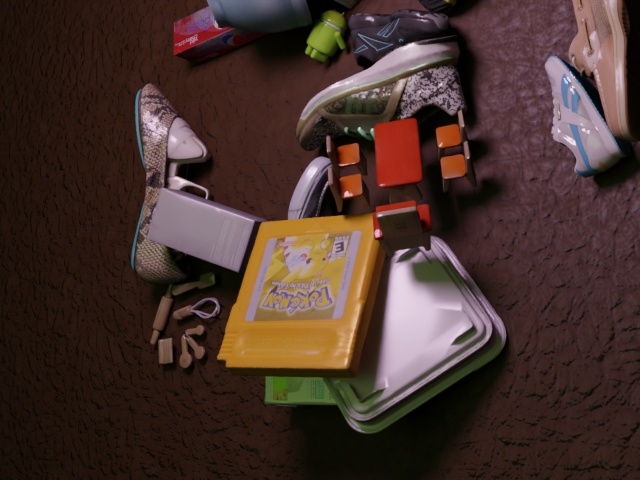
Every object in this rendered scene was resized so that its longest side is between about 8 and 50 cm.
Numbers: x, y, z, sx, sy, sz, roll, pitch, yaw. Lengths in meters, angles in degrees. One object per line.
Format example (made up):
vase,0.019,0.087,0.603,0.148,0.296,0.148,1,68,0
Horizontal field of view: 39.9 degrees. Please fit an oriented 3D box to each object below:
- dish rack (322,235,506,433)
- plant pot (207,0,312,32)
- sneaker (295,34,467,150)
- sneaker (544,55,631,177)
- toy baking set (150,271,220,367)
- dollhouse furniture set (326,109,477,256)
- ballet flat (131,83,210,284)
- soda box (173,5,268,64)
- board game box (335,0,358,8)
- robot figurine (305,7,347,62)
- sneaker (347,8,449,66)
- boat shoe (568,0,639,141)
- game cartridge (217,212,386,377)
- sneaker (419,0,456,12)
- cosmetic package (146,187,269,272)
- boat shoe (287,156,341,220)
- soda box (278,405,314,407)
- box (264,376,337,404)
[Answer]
dish rack,0.134,0.157,1.602,0.333,0.072,0.285,-34,60,4
plant pot,-0.157,-0.565,1.871,0.196,0.293,0.293,-21,66,3
sneaker,0.116,-0.241,1.733,0.410,0.158,0.182,-26,81,39
sneaker,0.427,-0.214,1.490,0.092,0.087,0.228,-38,58,32
toy baking set,-0.319,0.185,2.096,0.197,0.030,0.256,19,95,38
dollhouse furniture set,0.142,-0.115,1.577,0.262,0.135,0.259,-9,55,11
ballet flat,-0.347,-0.135,2.110,0.182,0.164,0.482,1,87,19
soda box,-0.235,-0.507,2.103,0.263,0.083,0.092,-12,74,39
board game box,0.086,-0.640,1.814,0.275,0.142,0.144,-41,59,28
robot figurine,0.014,-0.441,1.890,0.101,0.067,0.115,44,111,49
sneaker,0.156,-0.400,1.750,0.267,0.101,0.106,13,102,55
boat shoe,0.475,-0.309,1.452,0.110,0.122,0.341,-18,61,42
game cartridge,-0.031,0.099,1.634,0.285,0.052,0.323,-4,53,30
sneaker,0.277,-0.620,1.663,0.145,0.147,0.384,31,121,36
cosmetic package,-0.252,-0.024,1.964,0.238,0.107,0.127,21,96,16
boat shoe,0.000,0.000,1.812,0.119,0.121,0.335,22,107,32
soda box,-0.050,0.255,1.833,0.063,0.058,0.183,-5,80,40
box,0.004,0.264,1.716,0.203,0.103,0.114,-2,80,19
